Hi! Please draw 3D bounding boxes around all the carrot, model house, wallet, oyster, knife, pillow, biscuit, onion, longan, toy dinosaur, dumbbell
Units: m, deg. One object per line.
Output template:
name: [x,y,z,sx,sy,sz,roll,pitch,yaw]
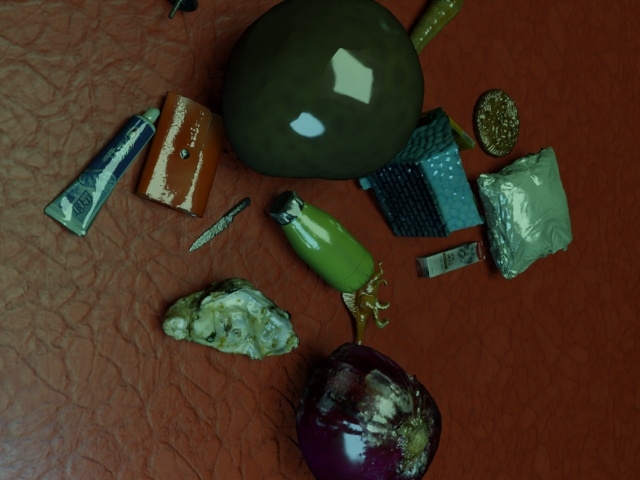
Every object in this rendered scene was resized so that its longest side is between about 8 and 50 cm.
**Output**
carrot: [0.255,-0.506,1.650,0.078,0.078,0.298,46,68,-29]
model house: [0.230,-0.132,1.585,0.226,0.241,0.261,-96,161,-54]
wallet: [-0.253,-0.158,1.265,0.142,0.045,0.204,23,76,-36]
oyster: [-0.164,0.164,1.325,0.166,0.094,0.294,-53,131,-4]
knife: [-0.196,-0.031,1.334,0.170,0.010,0.023,-43,109,-28]
pillow: [0.556,-0.073,1.844,0.283,0.138,0.310,-20,101,-27]
biscuit: [0.488,-0.322,1.854,0.187,0.027,0.188,-1,91,-39]
onion: [0.077,0.393,1.394,0.260,0.281,0.337,-48,131,-24]
longan: [0.011,-0.280,1.294,0.404,0.336,0.405,-22,139,-21]
toy dinosaur: [0.098,0.135,1.538,0.142,0.057,0.212,41,65,-18]
dumbbell: [-0.247,-0.471,1.252,0.069,0.069,0.147,34,70,-33]

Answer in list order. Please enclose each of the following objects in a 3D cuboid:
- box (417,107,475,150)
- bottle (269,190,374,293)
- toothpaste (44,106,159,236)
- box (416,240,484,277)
box: [0.306,-0.270,1.674,0.155,0.087,0.023,34,69,-33]
bottle: [0.000,0.000,1.422,0.260,0.112,0.112,43,65,-29]
toothpaste: [-0.367,-0.132,1.180,0.268,0.047,0.069,-57,134,-19]
box: [0.335,0.047,1.729,0.218,0.039,0.055,-15,98,-37]
